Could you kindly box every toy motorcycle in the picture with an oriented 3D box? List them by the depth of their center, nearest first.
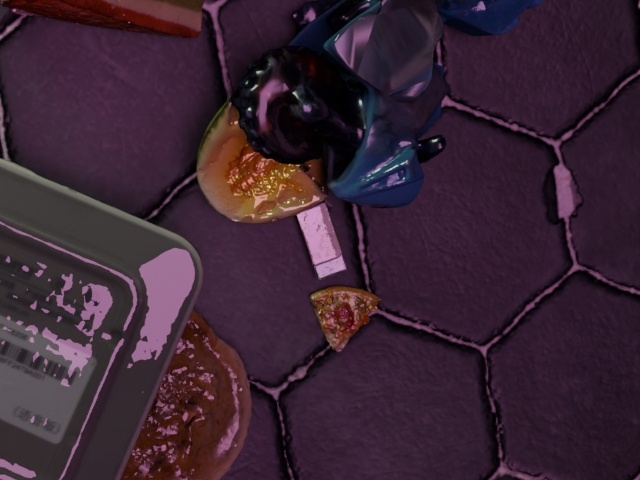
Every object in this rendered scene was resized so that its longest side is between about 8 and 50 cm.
[{"bbox_3d":[0.097,-0.197,1.971,0.416,0.172,0.232,-44,111,-19],"label":"toy motorcycle"}]

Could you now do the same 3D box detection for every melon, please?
[{"bbox_3d":[-0.078,-0.090,1.984,0.128,0.079,0.160,-40,116,11],"label":"melon"}]

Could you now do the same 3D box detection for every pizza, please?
[{"bbox_3d":[0.029,0.091,2.055,0.083,0.025,0.078,1,95,-14],"label":"pizza"}]

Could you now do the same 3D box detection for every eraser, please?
[{"bbox_3d":[0.000,0.000,2.039,0.038,0.019,0.083,-20,102,-11],"label":"eraser"}]

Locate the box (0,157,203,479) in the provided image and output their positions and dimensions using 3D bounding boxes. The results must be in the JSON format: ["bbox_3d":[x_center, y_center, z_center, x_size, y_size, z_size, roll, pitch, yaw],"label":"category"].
[{"bbox_3d":[-0.348,0.105,1.910,0.367,0.090,0.373,22,93,-4],"label":"box"}]

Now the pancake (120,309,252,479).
[{"bbox_3d":[-0.212,0.187,2.004,0.282,0.049,0.282,-1,95,-11],"label":"pancake"}]

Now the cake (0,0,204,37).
[{"bbox_3d":[-0.222,-0.272,1.902,0.220,0.117,0.086,8,90,-13],"label":"cake"}]
